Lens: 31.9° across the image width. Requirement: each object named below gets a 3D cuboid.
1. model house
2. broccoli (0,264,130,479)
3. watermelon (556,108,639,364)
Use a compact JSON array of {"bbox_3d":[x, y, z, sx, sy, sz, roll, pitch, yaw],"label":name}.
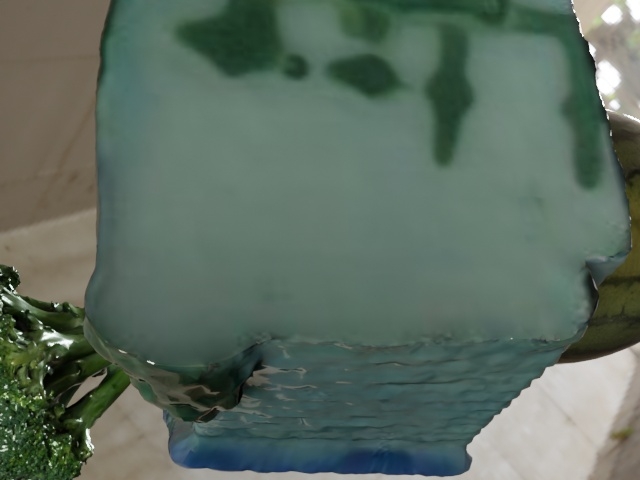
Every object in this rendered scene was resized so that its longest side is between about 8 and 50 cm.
[{"bbox_3d":[0.000,0.000,0.665,0.252,0.295,0.329,-2,-29,-8],"label":"model house"},{"bbox_3d":[-0.342,0.145,1.273,0.245,0.294,0.265,-26,-18,-35],"label":"broccoli"},{"bbox_3d":[0.268,-0.008,1.209,0.359,0.279,0.279,-6,-27,-29],"label":"watermelon"}]
